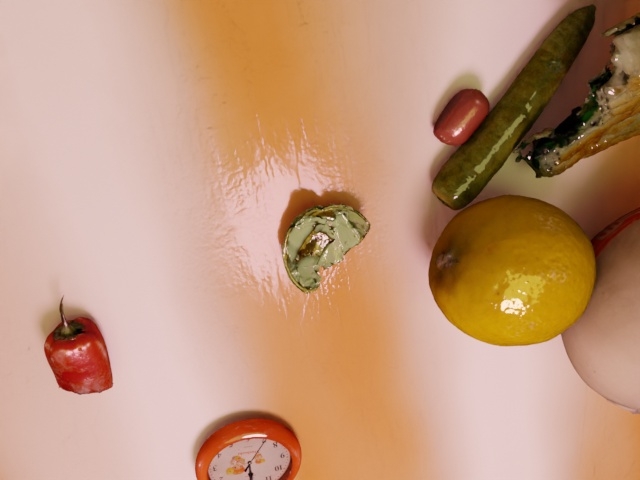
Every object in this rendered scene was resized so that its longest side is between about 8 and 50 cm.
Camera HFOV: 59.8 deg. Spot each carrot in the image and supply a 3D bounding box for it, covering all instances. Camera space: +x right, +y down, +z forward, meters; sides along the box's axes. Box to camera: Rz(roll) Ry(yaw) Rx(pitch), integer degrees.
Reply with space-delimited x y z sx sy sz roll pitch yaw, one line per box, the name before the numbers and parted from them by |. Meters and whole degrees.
carrot | 0.299 -0.200 0.855 0.074 0.074 0.358 31 103 -23

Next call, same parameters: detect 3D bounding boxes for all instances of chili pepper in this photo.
chili pepper | -0.389 0.167 0.886 0.086 0.084 0.192 -24 126 -36

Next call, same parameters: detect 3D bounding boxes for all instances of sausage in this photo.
sausage | 0.213 -0.187 0.846 0.054 0.059 0.094 33 110 -10

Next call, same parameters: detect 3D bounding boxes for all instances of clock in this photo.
clock | -0.137 0.427 1.075 0.205 0.051 0.205 -5 116 -10

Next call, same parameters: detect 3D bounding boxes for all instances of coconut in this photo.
coconut | 0.002 -0.001 0.895 0.158 0.055 0.133 -35 115 5

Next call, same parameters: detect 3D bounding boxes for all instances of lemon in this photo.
lemon | 0.279 0.044 0.866 0.219 0.240 0.240 12 113 -26

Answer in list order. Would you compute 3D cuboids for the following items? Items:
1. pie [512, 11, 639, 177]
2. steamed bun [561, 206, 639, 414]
pie | 0.445 -0.208 0.765 0.296 0.078 0.371 -16 161 -13
steamed bun | 0.546 0.085 0.920 0.374 0.241 0.374 -29 143 -25
